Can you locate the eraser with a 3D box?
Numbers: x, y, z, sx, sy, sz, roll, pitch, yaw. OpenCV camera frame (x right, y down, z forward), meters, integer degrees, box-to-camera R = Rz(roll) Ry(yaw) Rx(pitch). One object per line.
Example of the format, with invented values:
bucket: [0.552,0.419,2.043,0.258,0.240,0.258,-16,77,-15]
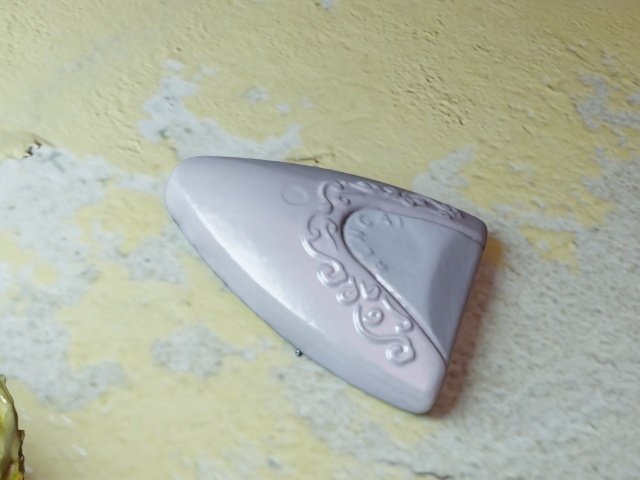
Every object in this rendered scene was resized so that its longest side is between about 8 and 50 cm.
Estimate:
eraser: [0.000,-0.001,0.922,0.243,0.059,0.204,26,43,-2]

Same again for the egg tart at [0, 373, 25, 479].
egg tart: [-0.302,0.128,0.639,0.294,0.116,0.295,10,47,-11]
